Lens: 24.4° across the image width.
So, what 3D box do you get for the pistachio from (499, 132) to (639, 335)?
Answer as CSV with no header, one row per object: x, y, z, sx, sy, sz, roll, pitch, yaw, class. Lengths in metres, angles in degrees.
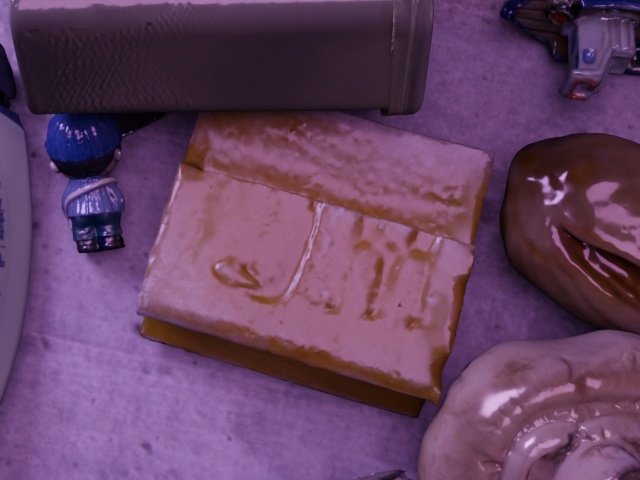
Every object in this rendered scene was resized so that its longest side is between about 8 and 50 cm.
0.296,0.001,1.375,0.288,0.197,0.166,26,122,-13,pistachio

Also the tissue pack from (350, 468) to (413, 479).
-0.007,0.415,1.185,0.253,0.264,0.416,-17,83,15,tissue pack

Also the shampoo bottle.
-0.328,-0.005,1.336,0.134,0.078,0.359,6,79,-22,shampoo bottle

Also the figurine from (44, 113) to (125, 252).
-0.216,-0.057,1.356,0.077,0.079,0.136,-8,82,7,figurine

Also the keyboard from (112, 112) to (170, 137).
-0.209,-0.195,1.415,0.074,0.015,0.196,-27,85,-14,keyboard

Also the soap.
0.000,0.000,1.348,0.281,0.143,0.259,14,77,1,soap

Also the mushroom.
0.223,0.200,1.275,0.260,0.234,0.254,-45,113,7,mushroom

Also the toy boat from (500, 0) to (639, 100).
0.300,-0.188,1.416,0.262,0.114,0.115,2,68,-10,toy boat

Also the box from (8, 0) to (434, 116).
-0.091,-0.284,1.316,0.344,0.177,0.352,-2,59,-5,box
